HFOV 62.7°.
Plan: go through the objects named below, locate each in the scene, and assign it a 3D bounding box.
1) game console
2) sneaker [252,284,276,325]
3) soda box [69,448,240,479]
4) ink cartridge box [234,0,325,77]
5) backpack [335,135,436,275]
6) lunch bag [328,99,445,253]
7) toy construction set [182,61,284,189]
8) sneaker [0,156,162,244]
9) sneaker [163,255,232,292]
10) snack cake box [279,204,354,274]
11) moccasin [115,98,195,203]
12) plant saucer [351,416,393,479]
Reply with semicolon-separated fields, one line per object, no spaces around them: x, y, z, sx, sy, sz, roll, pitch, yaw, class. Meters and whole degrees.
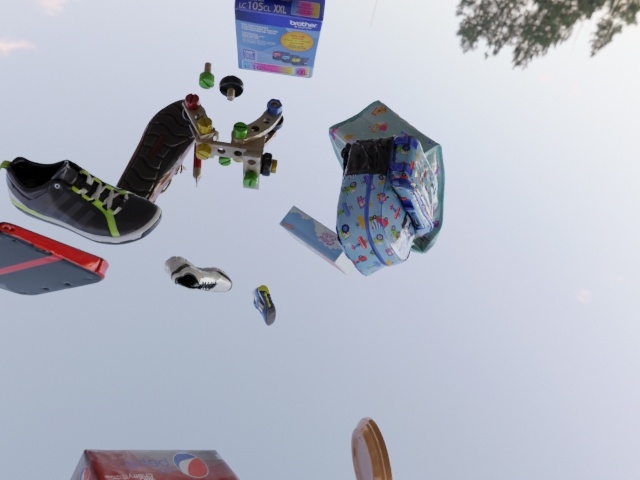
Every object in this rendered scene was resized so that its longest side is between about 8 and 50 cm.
-0.813;0.055;1.412;0.387;0.342;0.060;-12;-120;26;game console
-0.199;0.228;1.839;0.059;0.144;0.053;-15;180;40;sneaker
-0.263;0.400;0.851;0.092;0.083;0.263;30;-177;43;soda box
-0.130;-0.691;1.662;0.270;0.395;0.151;5;-104;-5;ink cartridge box
0.091;-0.042;0.745;0.117;0.158;0.173;-5;-128;27;backpack
0.144;-0.115;1.077;0.160;0.262;0.223;-29;-134;-8;lunch bag
-0.236;-0.217;1.303;0.258;0.309;0.237;14;-121;-31;toy construction set
-0.350;-0.063;0.756;0.235;0.097;0.084;11;-129;0;sneaker
-0.172;0.059;0.753;0.109;0.040;0.043;21;-160;-40;sneaker
0.000;0.000;1.814;0.264;0.152;0.089;34;-97;28;snack cake box
-0.437;-0.231;1.460;0.139;0.147;0.380;23;-111;-13;moccasin
0.108;0.498;1.170;0.037;0.200;0.200;-4;-141;-15;plant saucer
